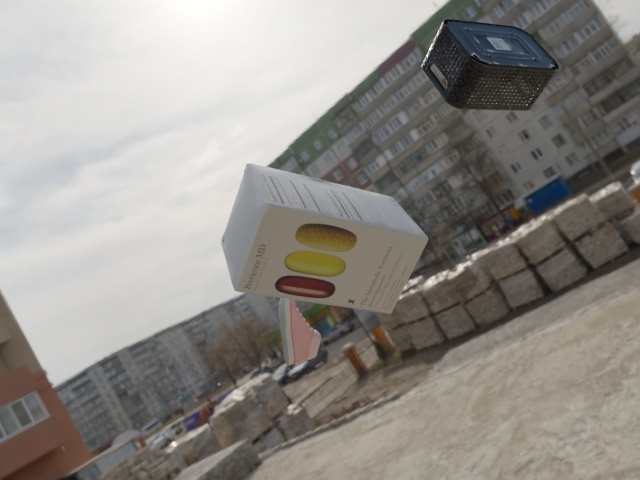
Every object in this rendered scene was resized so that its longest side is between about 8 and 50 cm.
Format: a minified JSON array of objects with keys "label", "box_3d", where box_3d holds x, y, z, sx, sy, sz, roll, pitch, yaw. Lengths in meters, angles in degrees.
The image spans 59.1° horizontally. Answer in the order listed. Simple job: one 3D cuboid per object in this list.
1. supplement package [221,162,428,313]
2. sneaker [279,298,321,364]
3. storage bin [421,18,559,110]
[{"label":"supplement package","box_3d":[0.000,0.000,0.804,0.244,0.134,0.139,10,-64,-24]},{"label":"sneaker","box_3d":[-0.037,0.160,1.053,0.070,0.134,0.051,-5,-5,-17]},{"label":"storage bin","box_3d":[0.272,-0.282,0.911,0.180,0.122,0.084,-5,-37,-26]}]
